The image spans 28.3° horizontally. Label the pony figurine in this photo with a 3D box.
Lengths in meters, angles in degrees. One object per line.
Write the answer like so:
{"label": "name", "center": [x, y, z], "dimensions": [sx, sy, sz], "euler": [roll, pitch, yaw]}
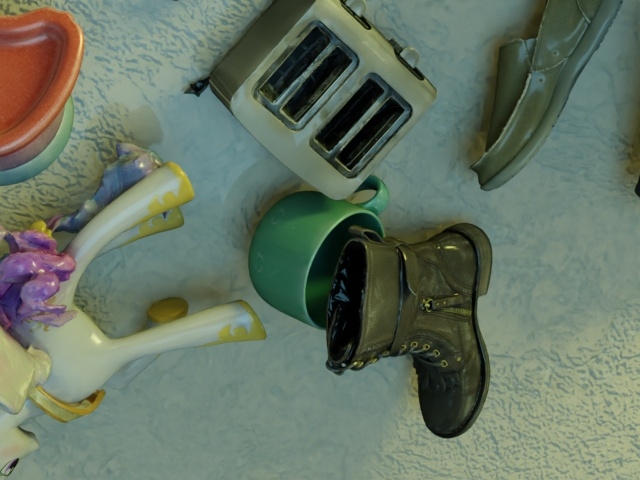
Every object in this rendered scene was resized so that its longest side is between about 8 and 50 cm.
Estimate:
{"label": "pony figurine", "center": [-0.269, 0.070, 1.186], "dimensions": [0.363, 0.303, 0.351], "euler": [-36, 125, -17]}

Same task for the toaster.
{"label": "toaster", "center": [-0.005, -0.148, 1.238], "dimensions": [0.168, 0.110, 0.186], "euler": [41, 96, -24]}

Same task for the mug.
{"label": "mug", "center": [-0.003, 0.009, 1.301], "dimensions": [0.157, 0.097, 0.129], "euler": [-32, 132, -41]}

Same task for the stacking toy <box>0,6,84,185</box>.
{"label": "stacking toy", "center": [-0.339, -0.199, 1.113], "dimensions": [0.308, 0.130, 0.280], "euler": [18, 76, 2]}

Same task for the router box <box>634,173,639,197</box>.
{"label": "router box", "center": [0.478, -0.171, 1.307], "dimensions": [0.242, 0.081, 0.309], "euler": [-13, 133, -22]}

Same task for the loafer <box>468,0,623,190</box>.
{"label": "loafer", "center": [0.217, -0.169, 1.314], "dimensions": [0.087, 0.094, 0.251], "euler": [30, 91, 1]}

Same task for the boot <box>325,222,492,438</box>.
{"label": "boot", "center": [0.081, 0.101, 1.311], "dimensions": [0.229, 0.091, 0.263], "euler": [-13, 108, -50]}
